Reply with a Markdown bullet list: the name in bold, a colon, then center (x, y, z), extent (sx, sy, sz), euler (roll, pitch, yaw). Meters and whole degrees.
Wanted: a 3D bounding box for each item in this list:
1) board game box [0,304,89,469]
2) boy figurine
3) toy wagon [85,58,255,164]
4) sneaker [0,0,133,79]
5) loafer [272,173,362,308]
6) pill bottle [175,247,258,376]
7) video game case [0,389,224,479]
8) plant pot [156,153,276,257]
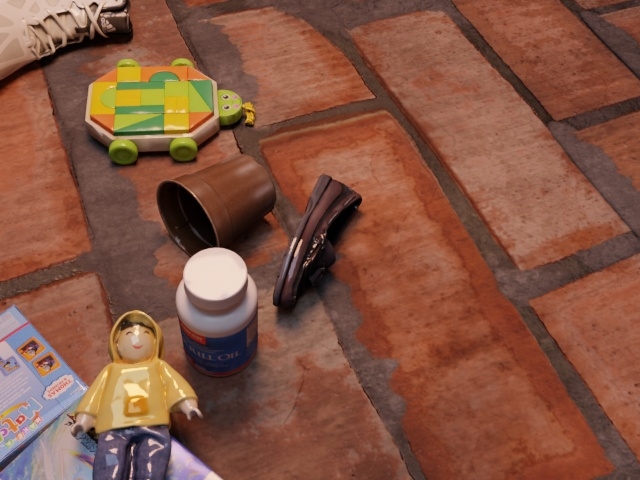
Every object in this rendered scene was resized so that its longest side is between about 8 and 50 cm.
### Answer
- **board game box**: center (-0.482, 0.220, 1.019), extent (0.211, 0.039, 0.160), euler (39, 60, 22)
- **boy figurine**: center (-0.255, 0.230, 0.931), extent (0.177, 0.092, 0.285), euler (-1, 54, -5)
- **toy wagon**: center (-0.310, -0.283, 1.387), extent (0.344, 0.068, 0.267), euler (-4, 55, -8)
- **sneaker**: center (-0.573, -0.493, 1.453), extent (0.257, 0.169, 0.448), euler (13, 51, 7)
- **loafer**: center (0.000, 0.000, 1.188), extent (0.095, 0.109, 0.303), euler (18, 51, 3)
- **pill bottle**: center (-0.158, 0.111, 1.016), extent (0.124, 0.221, 0.124), euler (2, 54, -3)
- **video game case**: center (-0.302, 0.364, 0.917), extent (0.269, 0.061, 0.244), euler (33, 57, 18)
- **plant pot**: center (-0.180, -0.070, 1.193), extent (0.167, 0.167, 0.165), euler (38, 52, 21)
